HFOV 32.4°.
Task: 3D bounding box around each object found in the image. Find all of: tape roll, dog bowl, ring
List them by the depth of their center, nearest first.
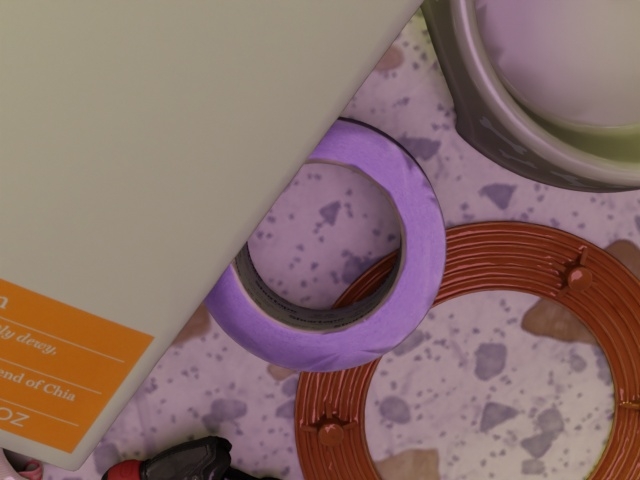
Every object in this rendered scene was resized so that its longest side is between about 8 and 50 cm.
[{"bbox_3d":[0.236,-0.198,0.824,0.348,0.102,0.349,-1,102,-6],"label":"dog bowl"},{"bbox_3d":[0.000,0.000,0.838,0.189,0.080,0.189,0,97,3],"label":"tape roll"},{"bbox_3d":[0.146,0.149,0.928,0.336,0.032,0.337,-1,103,-5],"label":"ring"}]

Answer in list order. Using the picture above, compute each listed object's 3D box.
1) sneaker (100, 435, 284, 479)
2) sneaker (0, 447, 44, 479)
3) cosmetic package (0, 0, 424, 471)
[{"bbox_3d":[-0.057,0.273,0.899,0.135,0.097,0.276,-32,102,4],"label":"sneaker"},{"bbox_3d":[-0.246,0.221,0.891,0.070,0.051,0.134,-27,100,6],"label":"sneaker"},{"bbox_3d":[-0.148,-0.080,0.688,0.230,0.161,0.453,24,119,-24],"label":"cosmetic package"}]
